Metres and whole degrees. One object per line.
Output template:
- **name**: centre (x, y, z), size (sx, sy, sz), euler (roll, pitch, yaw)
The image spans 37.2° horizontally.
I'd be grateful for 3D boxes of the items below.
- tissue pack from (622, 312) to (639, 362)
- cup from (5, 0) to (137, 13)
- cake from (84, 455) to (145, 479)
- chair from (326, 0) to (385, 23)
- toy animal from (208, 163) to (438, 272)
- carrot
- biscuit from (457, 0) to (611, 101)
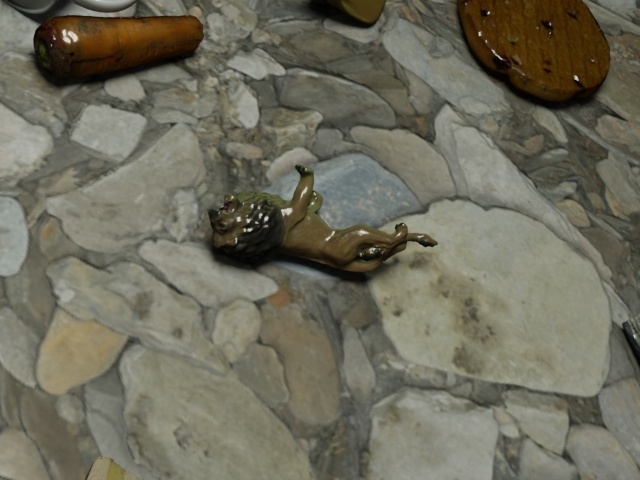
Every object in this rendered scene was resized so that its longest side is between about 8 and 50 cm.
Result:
- **tissue pack**: centre (0.380, 0.136, 0.936), size (0.112, 0.051, 0.156), euler (-4, 62, -29)
- **cup**: centre (-0.234, -0.269, 0.881), size (0.136, 0.099, 0.133), euler (57, 46, -25)
- **cake**: centre (-0.144, 0.199, 0.644), size (0.052, 0.065, 0.121), euler (25, 46, -13)
- **chair**: centre (-0.021, -0.354, 0.997), size (0.247, 0.172, 0.159), euler (24, 51, -1)
- **toy animal**: centre (0.004, -0.017, 0.848), size (0.219, 0.069, 0.086), euler (7, 79, -16)
- **carrot**: centre (-0.183, -0.182, 0.873), size (0.161, 0.055, 0.055), euler (-15, 67, -40)
- **biscuit**: centre (0.253, -0.250, 1.131), size (0.212, 0.036, 0.212), euler (13, 54, -18)
